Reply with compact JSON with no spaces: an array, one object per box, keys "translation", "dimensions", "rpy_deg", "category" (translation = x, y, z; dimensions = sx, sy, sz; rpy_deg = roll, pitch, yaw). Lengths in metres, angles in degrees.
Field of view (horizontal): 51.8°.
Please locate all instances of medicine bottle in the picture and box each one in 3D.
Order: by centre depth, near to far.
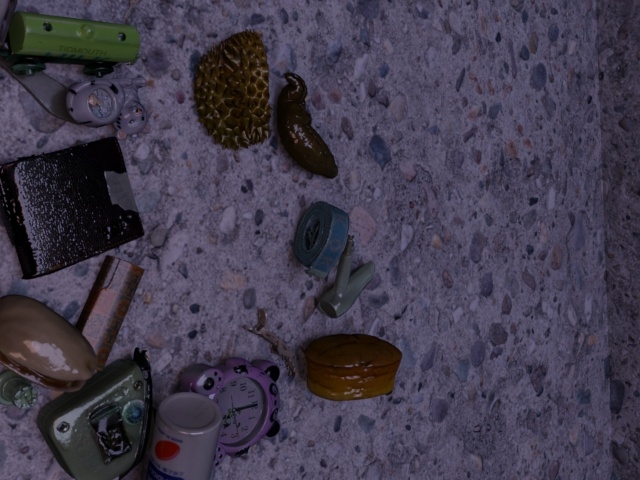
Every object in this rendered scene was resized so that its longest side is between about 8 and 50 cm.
[{"translation":[-0.291,0.483,1.341],"dimensions":[0.130,0.130,0.341],"rpy_deg":[-6,120,-40],"category":"medicine bottle"}]

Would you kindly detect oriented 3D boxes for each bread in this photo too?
[{"translation":[0.082,0.311,1.667],"dimensions":[0.270,0.195,0.142],"rpy_deg":[-3,104,-37],"category":"bread"}]

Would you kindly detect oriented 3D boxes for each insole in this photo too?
[{"translation":[-0.521,-0.288,1.244],"dimensions":[0.192,0.010,0.063],"rpy_deg":[44,64,-32],"category":"insole"}]

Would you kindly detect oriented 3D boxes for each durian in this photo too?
[{"translation":[-0.195,-0.330,1.461],"dimensions":[0.186,0.154,0.260],"rpy_deg":[-21,98,-12],"category":"durian"}]

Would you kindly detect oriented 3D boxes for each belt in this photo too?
[{"translation":[0.003,-0.008,1.618],"dimensions":[0.082,0.147,0.163],"rpy_deg":[24,105,-36],"category":"belt"}]

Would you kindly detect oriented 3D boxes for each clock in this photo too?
[{"translation":[-0.411,-0.253,1.285],"dimensions":[0.176,0.080,0.117],"rpy_deg":[-21,106,-50],"category":"clock"},{"translation":[-0.199,0.380,1.499],"dimensions":[0.248,0.090,0.227],"rpy_deg":[-3,94,-42],"category":"clock"}]

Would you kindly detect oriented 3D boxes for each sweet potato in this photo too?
[{"translation":[-0.041,-0.255,1.600],"dimensions":[0.124,0.098,0.310],"rpy_deg":[-49,124,-36],"category":"sweet potato"}]

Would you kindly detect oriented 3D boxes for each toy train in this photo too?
[{"translation":[-0.450,-0.359,1.195],"dimensions":[0.253,0.157,0.105],"rpy_deg":[-8,93,-43],"category":"toy train"}]

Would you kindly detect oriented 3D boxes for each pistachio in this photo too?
[{"translation":[-0.507,0.184,1.187],"dimensions":[0.223,0.126,0.152],"rpy_deg":[42,26,-6],"category":"pistachio"}]

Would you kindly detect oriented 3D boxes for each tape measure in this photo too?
[{"translation":[-0.408,0.362,1.304],"dimensions":[0.235,0.115,0.207],"rpy_deg":[-33,110,-35],"category":"tape measure"}]

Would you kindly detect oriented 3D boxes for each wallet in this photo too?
[{"translation":[-0.474,-0.068,1.261],"dimensions":[0.262,0.071,0.221],"rpy_deg":[-26,108,-44],"category":"wallet"}]

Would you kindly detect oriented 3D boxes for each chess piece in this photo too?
[{"translation":[-0.546,0.273,1.188],"dimensions":[0.067,0.103,0.067],"rpy_deg":[-2,93,-40],"category":"chess piece"}]

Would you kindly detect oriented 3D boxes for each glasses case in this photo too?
[{"translation":[-0.430,0.144,1.316],"dimensions":[0.075,0.049,0.218],"rpy_deg":[30,73,-37],"category":"glasses case"}]

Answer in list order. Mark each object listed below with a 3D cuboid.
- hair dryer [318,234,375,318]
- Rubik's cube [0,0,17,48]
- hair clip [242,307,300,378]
[{"translation":[0.081,0.065,1.681],"dimensions":[0.206,0.075,0.237],"rpy_deg":[-41,147,-37],"category":"hair dryer"},{"translation":[-0.606,-0.422,1.025],"dimensions":[0.231,0.225,0.221],"rpy_deg":[19,78,-38],"category":"Rubik's cube"},{"translation":[-0.102,0.255,1.610],"dimensions":[0.226,0.034,0.072],"rpy_deg":[52,60,-30],"category":"hair clip"}]
